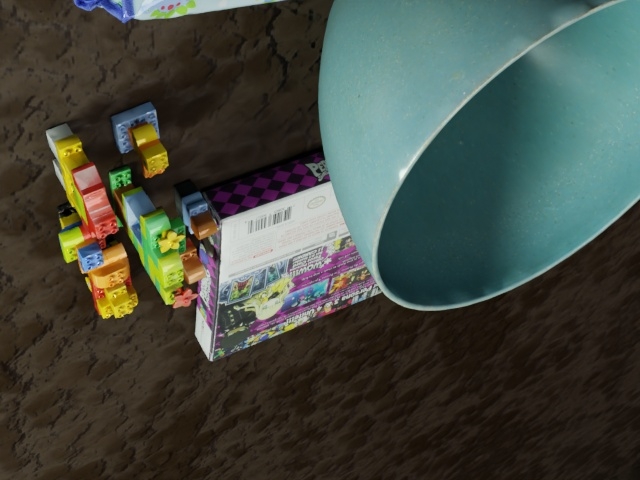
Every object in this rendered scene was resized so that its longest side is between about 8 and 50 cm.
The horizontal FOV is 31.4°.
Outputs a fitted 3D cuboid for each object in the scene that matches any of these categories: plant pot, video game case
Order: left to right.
[{"bbox_3d":[0.000,0.000,1.026,0.232,0.042,0.210,-21,147,-22],"label":"video game case"},{"bbox_3d":[0.112,-0.119,0.814,0.290,0.195,0.290,-25,149,-16],"label":"plant pot"}]

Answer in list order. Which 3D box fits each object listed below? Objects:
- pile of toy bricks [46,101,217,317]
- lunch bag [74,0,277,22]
[{"bbox_3d":[-0.126,0.003,0.842,0.118,0.105,0.212,-24,148,-18],"label":"pile of toy bricks"},{"bbox_3d":[-0.073,-0.204,0.616,0.129,0.096,0.151,-16,116,-29],"label":"lunch bag"}]
